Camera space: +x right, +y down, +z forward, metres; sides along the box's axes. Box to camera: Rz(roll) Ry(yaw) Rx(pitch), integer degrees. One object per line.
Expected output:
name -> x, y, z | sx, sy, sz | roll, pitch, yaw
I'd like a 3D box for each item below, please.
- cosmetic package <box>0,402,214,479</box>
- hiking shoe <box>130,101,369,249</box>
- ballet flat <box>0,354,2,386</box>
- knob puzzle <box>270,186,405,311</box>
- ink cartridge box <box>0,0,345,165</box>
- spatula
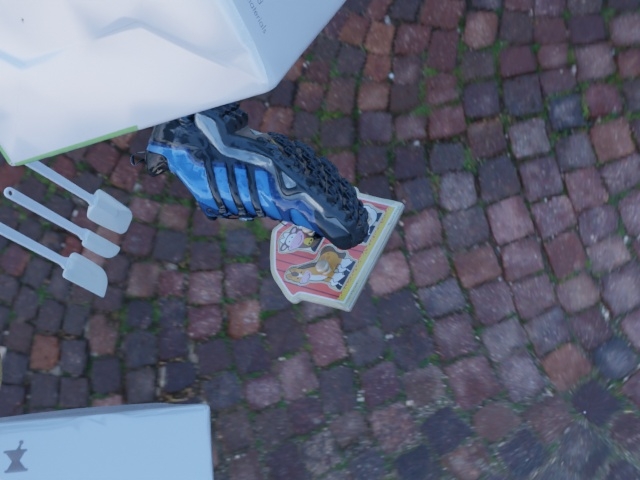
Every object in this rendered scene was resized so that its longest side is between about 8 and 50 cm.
cosmetic package -> -0.359, 0.431, 1.556 | 0.330, 0.394, 0.327 | -2, 82, -18
hiking shoe -> -0.080, -0.069, 1.215 | 0.304, 0.113, 0.132 | 35, 113, 10
ballet flat -> -0.422, 0.192, 1.164 | 0.080, 0.073, 0.232 | -2, 63, -8
knob puzzle -> 0.000, 0.000, 1.373 | 0.213, 0.030, 0.213 | -19, 49, 23
ink cartridge box -> -0.067, -0.206, 0.648 | 0.207, 0.353, 0.119 | -11, 120, 32
spatula -> -0.417, -0.033, 1.592 | 0.019, 0.242, 0.168 | -4, 60, 45
